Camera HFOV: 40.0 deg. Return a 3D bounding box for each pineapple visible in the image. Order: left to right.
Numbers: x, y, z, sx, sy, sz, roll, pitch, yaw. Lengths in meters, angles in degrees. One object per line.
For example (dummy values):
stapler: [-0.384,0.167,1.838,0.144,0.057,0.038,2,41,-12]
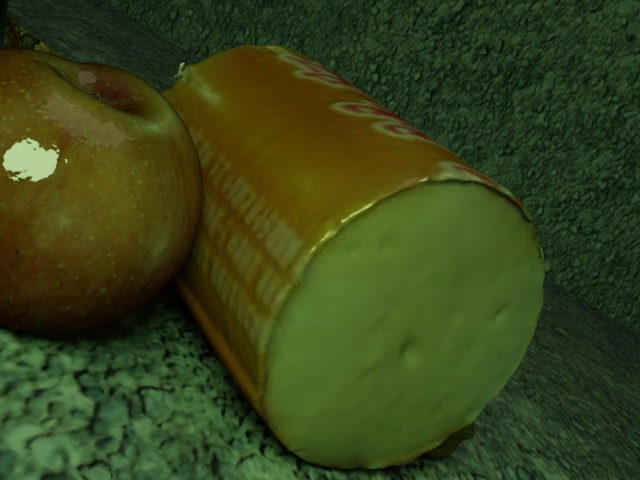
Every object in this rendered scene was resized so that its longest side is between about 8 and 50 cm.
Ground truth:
pineapple: [-0.390,-0.244,1.137,0.137,0.069,0.116,37,3,-23]

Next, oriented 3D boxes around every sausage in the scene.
sausage: [0.000,0.000,0.682,0.233,0.233,0.287,23,16,-38]

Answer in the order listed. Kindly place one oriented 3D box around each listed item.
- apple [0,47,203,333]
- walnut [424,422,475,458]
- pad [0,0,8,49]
apple: [-0.171,-0.039,0.559,0.201,0.162,0.201,33,10,-7]
walnut: [0.089,0.133,0.731,0.096,0.079,0.082,35,13,25]
pad: [-0.409,-0.328,1.017,0.055,0.250,0.323,-10,33,-44]
